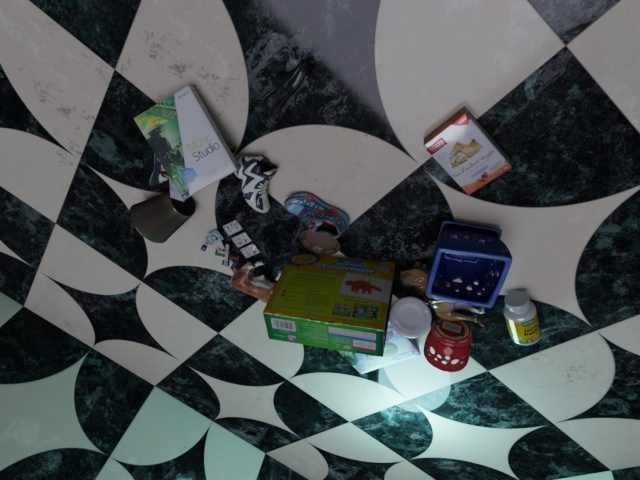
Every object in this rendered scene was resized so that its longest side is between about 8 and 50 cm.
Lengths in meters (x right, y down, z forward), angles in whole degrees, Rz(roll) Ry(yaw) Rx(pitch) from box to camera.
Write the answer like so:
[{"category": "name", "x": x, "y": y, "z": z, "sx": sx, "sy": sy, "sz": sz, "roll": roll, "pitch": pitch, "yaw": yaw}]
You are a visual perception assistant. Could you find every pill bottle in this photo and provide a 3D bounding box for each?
[{"category": "pill bottle", "x": 0.784, "y": 0.300, "z": 1.564, "sx": 0.118, "sy": 0.117, "sz": 0.208, "roll": -12, "pitch": 122, "yaw": 26}, {"category": "pill bottle", "x": 0.350, "y": 0.307, "z": 1.566, "sx": 0.152, "sy": 0.152, "sz": 0.272, "roll": 5, "pitch": 167, "yaw": 14}]

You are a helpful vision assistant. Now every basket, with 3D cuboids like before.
[{"category": "basket", "x": -0.646, "y": -0.113, "z": 1.679, "sx": 0.227, "sy": 0.154, "sz": 0.204, "roll": -24, "pitch": 118, "yaw": 27}]

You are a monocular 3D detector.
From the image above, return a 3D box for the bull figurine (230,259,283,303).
[{"category": "bull figurine", "x": -0.246, "y": 0.206, "z": 1.812, "sx": 0.310, "sy": 0.101, "sz": 0.188, "roll": 25, "pitch": 115, "yaw": -24}]

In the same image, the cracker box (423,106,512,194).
[{"category": "cracker box", "x": 0.455, "y": -0.273, "z": 1.247, "sx": 0.232, "sy": 0.067, "sz": 0.156, "roll": 41, "pitch": 127, "yaw": -15}]

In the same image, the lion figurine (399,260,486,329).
[{"category": "lion figurine", "x": 0.490, "y": 0.241, "z": 1.601, "sx": 0.240, "sy": 0.142, "sz": 0.392, "roll": -9, "pitch": 130, "yaw": 39}]

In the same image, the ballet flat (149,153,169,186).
[{"category": "ballet flat", "x": -0.630, "y": -0.280, "z": 1.591, "sx": 0.074, "sy": 0.074, "sz": 0.203, "roll": 27, "pitch": 128, "yaw": -4}]

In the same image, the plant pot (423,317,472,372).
[{"category": "plant pot", "x": 0.543, "y": 0.431, "z": 1.700, "sx": 0.191, "sy": 0.191, "sz": 0.174, "roll": 7, "pitch": 126, "yaw": 12}]

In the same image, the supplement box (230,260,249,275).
[{"category": "supplement box", "x": -0.363, "y": 0.128, "z": 1.844, "sx": 0.083, "sy": 0.043, "sz": 0.055, "roll": -6, "pitch": 127, "yaw": 23}]

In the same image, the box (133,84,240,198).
[{"category": "box", "x": -0.463, "y": -0.339, "z": 1.404, "sx": 0.232, "sy": 0.058, "sz": 0.322, "roll": -27, "pitch": 102, "yaw": 10}]

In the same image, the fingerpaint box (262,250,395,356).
[{"category": "fingerpaint box", "x": 0.052, "y": 0.234, "z": 1.580, "sx": 0.445, "sy": 0.371, "sz": 0.163, "roll": 5, "pitch": 129, "yaw": 13}]

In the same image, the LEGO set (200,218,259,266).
[{"category": "LEGO set", "x": -0.410, "y": 0.019, "z": 1.784, "sx": 0.244, "sy": 0.060, "sz": 0.182, "roll": -25, "pitch": 113, "yaw": 22}]

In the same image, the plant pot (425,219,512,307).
[{"category": "plant pot", "x": 0.508, "y": 0.068, "z": 1.406, "sx": 0.236, "sy": 0.212, "sz": 0.236, "roll": 10, "pitch": 130, "yaw": 10}]

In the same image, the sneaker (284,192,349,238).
[{"category": "sneaker", "x": -0.019, "y": -0.091, "z": 1.506, "sx": 0.262, "sy": 0.125, "sz": 0.104, "roll": 21, "pitch": 130, "yaw": 1}]

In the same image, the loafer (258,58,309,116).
[{"category": "loafer", "x": -0.118, "y": -0.484, "z": 1.257, "sx": 0.078, "sy": 0.076, "sz": 0.223, "roll": 35, "pitch": 134, "yaw": -21}]

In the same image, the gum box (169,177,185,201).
[{"category": "gum box", "x": -0.532, "y": -0.251, "z": 1.555, "sx": 0.062, "sy": 0.107, "sz": 0.188, "roll": 19, "pitch": 130, "yaw": 3}]

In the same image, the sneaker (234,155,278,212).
[{"category": "sneaker", "x": -0.212, "y": -0.213, "z": 1.491, "sx": 0.153, "sy": 0.094, "sz": 0.235, "roll": -6, "pitch": 115, "yaw": 32}]

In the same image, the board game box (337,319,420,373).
[{"category": "board game box", "x": 0.249, "y": 0.472, "z": 1.836, "sx": 0.319, "sy": 0.066, "sz": 0.318, "roll": -26, "pitch": 127, "yaw": 21}]

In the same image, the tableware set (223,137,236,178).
[{"category": "tableware set", "x": -0.367, "y": -0.305, "z": 1.515, "sx": 0.104, "sy": 0.024, "sz": 0.154, "roll": 38, "pitch": 128, "yaw": -13}]

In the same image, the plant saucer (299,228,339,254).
[{"category": "plant saucer", "x": 0.000, "y": 0.000, "z": 1.612, "sx": 0.168, "sy": 0.029, "sz": 0.168, "roll": 15, "pitch": 148, "yaw": 10}]
